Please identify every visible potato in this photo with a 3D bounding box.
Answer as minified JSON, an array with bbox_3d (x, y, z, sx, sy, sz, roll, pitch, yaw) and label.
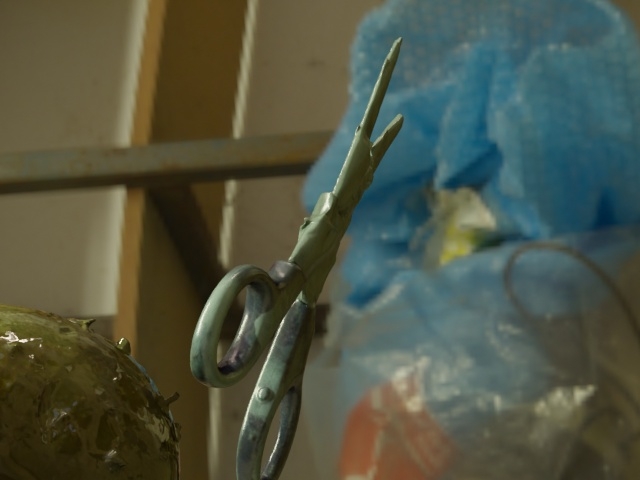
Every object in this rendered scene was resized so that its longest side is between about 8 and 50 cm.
[{"bbox_3d":[-0.281,0.169,0.960,0.219,0.359,0.269,161,117,-74],"label":"potato"}]

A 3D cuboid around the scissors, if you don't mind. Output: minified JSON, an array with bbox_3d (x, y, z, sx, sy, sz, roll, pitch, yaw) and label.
[{"bbox_3d":[0.000,0.000,1.143,0.256,0.029,0.383,75,-145,-54],"label":"scissors"}]
